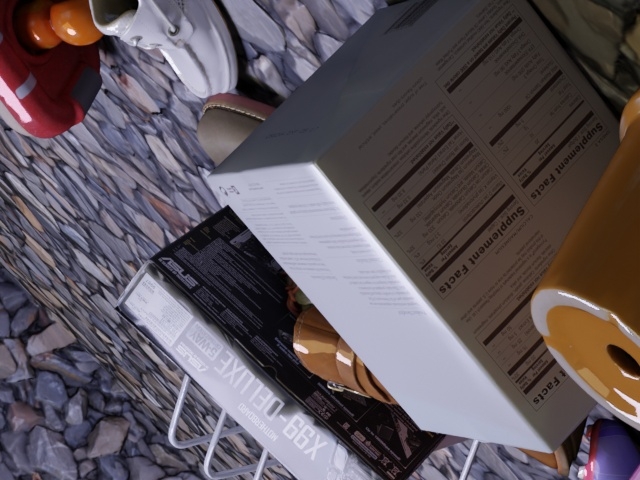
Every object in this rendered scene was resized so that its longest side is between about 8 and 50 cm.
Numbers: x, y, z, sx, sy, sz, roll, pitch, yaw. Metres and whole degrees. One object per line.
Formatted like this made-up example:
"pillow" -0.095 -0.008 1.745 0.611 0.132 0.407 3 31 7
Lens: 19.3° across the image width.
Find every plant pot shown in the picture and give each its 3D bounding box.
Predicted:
"plant pot" 0.232 0.012 1.117 0.205 0.188 0.205 40 162 15

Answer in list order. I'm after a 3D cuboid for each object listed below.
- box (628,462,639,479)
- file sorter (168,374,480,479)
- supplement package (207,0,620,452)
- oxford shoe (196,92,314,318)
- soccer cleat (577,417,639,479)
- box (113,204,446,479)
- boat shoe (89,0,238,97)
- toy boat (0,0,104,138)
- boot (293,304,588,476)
"box" 0.339 0.225 1.375 0.243 0.117 0.213 34 148 11
"file sorter" 0.002 0.201 1.963 0.277 0.192 0.173 34 117 32
"supplement package" 0.100 -0.017 1.335 0.263 0.198 0.199 50 162 -15
"oxford shoe" 0.000 0.000 1.716 0.348 0.130 0.123 40 162 15
"soccer cleat" 0.298 0.247 1.728 0.095 0.083 0.248 1 137 21
"box" -0.007 0.095 1.782 0.307 0.242 0.076 42 126 7
"boat shoe" -0.162 -0.215 1.649 0.098 0.096 0.277 27 156 43
"toy boat" -0.278 -0.220 1.890 0.151 0.151 0.231 -9 131 32
"boot" 0.111 0.123 1.599 0.220 0.109 0.283 10 173 21
